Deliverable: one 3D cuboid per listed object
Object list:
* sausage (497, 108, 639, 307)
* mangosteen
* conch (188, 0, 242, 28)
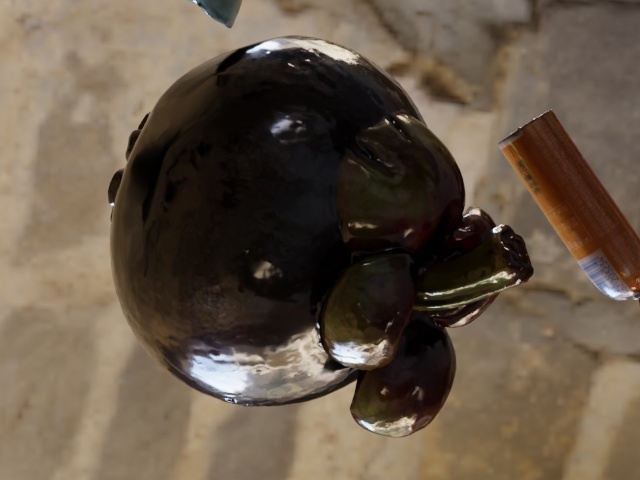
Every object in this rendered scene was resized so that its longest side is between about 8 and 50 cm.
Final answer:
[{"bbox_3d":[0.281,-0.027,1.843,0.234,0.071,0.071,56,172,1],"label":"sausage"},{"bbox_3d":[0.000,0.000,1.747,0.382,0.435,0.382,22,-90,-78],"label":"mangosteen"},{"bbox_3d":[-0.144,-0.314,1.870,0.185,0.121,0.221,67,-167,3],"label":"conch"}]
